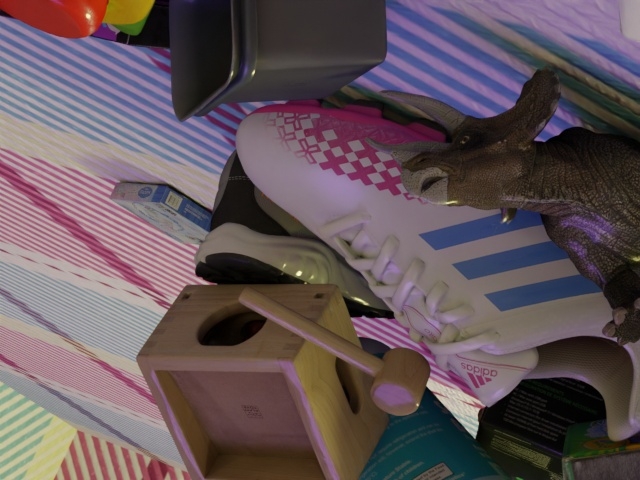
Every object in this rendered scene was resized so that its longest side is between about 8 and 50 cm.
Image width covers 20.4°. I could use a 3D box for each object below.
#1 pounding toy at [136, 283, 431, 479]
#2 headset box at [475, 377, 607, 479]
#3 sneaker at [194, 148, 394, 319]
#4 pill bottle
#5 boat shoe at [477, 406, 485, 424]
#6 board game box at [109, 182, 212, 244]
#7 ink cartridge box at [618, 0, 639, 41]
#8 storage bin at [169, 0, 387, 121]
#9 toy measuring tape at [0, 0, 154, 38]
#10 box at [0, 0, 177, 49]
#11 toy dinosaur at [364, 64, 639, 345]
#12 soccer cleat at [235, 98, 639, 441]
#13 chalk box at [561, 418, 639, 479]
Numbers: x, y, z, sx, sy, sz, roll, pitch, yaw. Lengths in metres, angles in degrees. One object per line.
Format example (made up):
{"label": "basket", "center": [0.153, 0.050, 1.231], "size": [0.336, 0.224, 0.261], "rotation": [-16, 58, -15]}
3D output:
{"label": "pounding toy", "center": [-0.010, 0.079, 1.212], "size": [0.206, 0.094, 0.181], "rotation": [-1, 126, 29]}
{"label": "headset box", "center": [0.254, 0.157, 1.404], "size": [0.246, 0.131, 0.283], "rotation": [22, 166, 9]}
{"label": "sneaker", "center": [0.000, 0.000, 1.342], "size": [0.100, 0.108, 0.271], "rotation": [3, 169, 24]}
{"label": "pill bottle", "center": [0.040, 0.173, 1.349], "size": [0.264, 0.146, 0.146], "rotation": [48, -179, 34]}
{"label": "boat shoe", "center": [0.230, 0.224, 1.676], "size": [0.123, 0.123, 0.342], "rotation": [-14, -173, -2]}
{"label": "board game box", "center": [-0.133, -0.023, 1.613], "size": [0.090, 0.020, 0.090], "rotation": [34, 163, -34]}
{"label": "ink cartridge box", "center": [0.253, -0.067, 0.689], "size": [0.275, 0.060, 0.239], "rotation": [19, 157, 21]}
{"label": "storage bin", "center": [-0.024, -0.120, 0.964], "size": [0.091, 0.098, 0.135], "rotation": [-1, 173, -19]}
{"label": "toy measuring tape", "center": [-0.112, -0.174, 0.842], "size": [0.121, 0.121, 0.330], "rotation": [26, 166, -8]}
{"label": "box", "center": [-0.142, -0.142, 1.082], "size": [0.162, 0.029, 0.116], "rotation": [17, -168, 31]}
{"label": "toy dinosaur", "center": [0.179, -0.007, 1.008], "size": [0.313, 0.121, 0.160], "rotation": [24, -155, -49]}
{"label": "soccer cleat", "center": [0.085, 0.019, 1.139], "size": [0.331, 0.143, 0.116], "rotation": [22, 159, 3]}
{"label": "chalk box", "center": [0.231, 0.187, 1.189], "size": [0.213, 0.132, 0.132], "rotation": [-9, -178, 11]}
